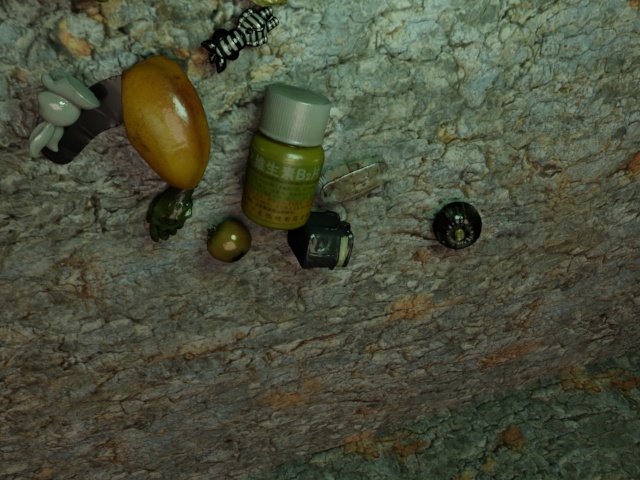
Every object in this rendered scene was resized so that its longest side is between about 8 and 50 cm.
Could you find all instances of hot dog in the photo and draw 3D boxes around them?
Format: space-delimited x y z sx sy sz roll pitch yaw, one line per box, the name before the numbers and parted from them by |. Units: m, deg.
hot dog | 0.108 -0.202 1.379 0.267 0.075 0.144 -20 132 -6

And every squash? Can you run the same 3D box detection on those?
squash | 0.532 -0.056 1.558 0.193 0.156 0.194 0 103 -2

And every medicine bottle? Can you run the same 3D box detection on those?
medicine bottle | -0.102 -0.242 1.196 0.224 0.224 0.385 4 122 -19

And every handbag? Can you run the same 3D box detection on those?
handbag | 0.000 0.000 1.375 0.181 0.254 0.182 2 112 -21

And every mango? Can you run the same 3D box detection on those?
mango | -0.405 -0.300 1.068 0.201 0.199 0.350 -32 115 -36

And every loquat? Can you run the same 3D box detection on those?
loquat | -0.310 0.003 1.361 0.163 0.137 0.163 1 138 1

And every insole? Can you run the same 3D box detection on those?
insole | -0.632 -0.332 1.111 0.348 0.009 0.119 -37 124 10

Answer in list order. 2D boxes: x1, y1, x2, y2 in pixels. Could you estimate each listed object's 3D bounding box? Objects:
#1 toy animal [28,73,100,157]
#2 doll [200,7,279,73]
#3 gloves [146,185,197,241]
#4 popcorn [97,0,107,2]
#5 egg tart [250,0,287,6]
toy animal | -0.690 -0.326 1.032 0.220 0.104 0.131 -38 118 11
doll | -0.212 -0.535 1.058 0.219 0.067 0.091 -33 123 1
gloves | -0.471 -0.097 1.269 0.135 0.107 0.268 33 116 1
popcorn | -0.466 -0.630 0.814 0.249 0.242 0.235 -22 112 14
egg tart | -0.132 -0.684 0.961 0.212 0.090 0.213 -7 127 -9
